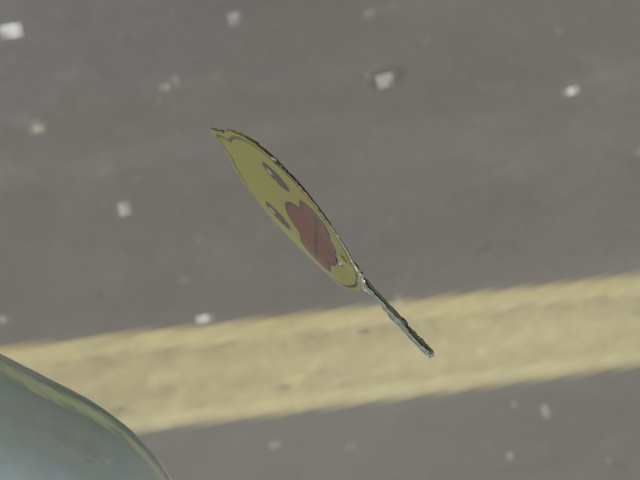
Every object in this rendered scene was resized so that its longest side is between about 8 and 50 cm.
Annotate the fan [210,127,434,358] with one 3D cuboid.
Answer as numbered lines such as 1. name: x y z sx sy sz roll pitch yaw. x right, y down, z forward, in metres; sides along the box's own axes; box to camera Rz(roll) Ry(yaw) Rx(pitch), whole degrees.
1. fan: 0.001 -0.001 2.003 0.011 0.335 0.229 -41 167 -10

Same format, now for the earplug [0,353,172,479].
1. earplug: -0.196 0.142 1.130 0.185 0.185 0.324 -26 147 24
